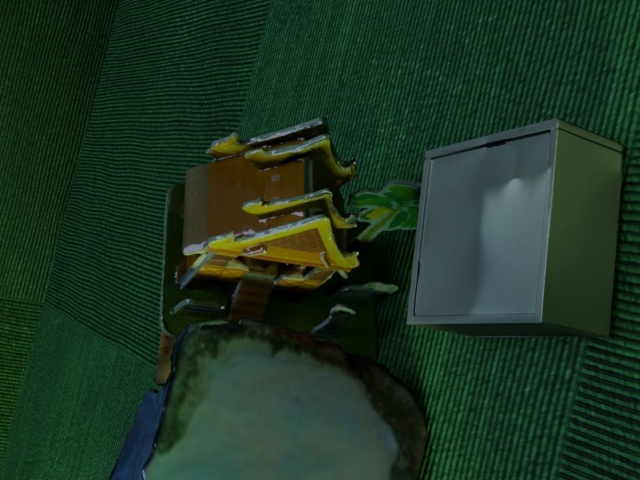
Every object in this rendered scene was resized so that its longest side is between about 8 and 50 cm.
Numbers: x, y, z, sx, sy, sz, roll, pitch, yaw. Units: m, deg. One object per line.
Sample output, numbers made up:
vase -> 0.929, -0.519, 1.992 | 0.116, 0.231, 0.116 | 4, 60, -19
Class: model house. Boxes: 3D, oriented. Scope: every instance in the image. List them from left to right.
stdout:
model house -> -0.091, 0.316, 1.273 | 0.339, 0.360, 0.297 | 134, 149, -57
model house -> 0.000, 0.000, 1.215 | 0.313, 0.358, 0.242 | 143, 134, -57

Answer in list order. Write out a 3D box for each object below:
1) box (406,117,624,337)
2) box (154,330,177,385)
box -> 0.227, -0.002, 1.090 | 0.225, 0.117, 0.225 | -8, 72, 56
box -> -0.131, 0.166, 1.452 | 0.071, 0.240, 0.159 | -18, 63, 54
